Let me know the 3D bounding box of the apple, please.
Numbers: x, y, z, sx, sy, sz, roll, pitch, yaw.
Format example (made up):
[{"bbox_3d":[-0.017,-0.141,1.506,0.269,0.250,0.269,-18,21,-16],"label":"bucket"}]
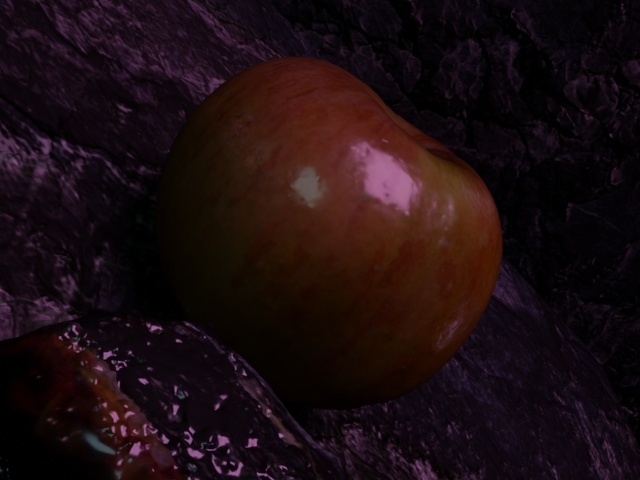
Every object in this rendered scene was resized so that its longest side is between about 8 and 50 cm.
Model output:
[{"bbox_3d":[0.000,0.000,1.011,0.400,0.333,0.400,35,11,-8],"label":"apple"}]

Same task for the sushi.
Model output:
[{"bbox_3d":[-0.127,0.160,0.580,0.212,0.215,0.227,23,37,-56],"label":"sushi"}]
